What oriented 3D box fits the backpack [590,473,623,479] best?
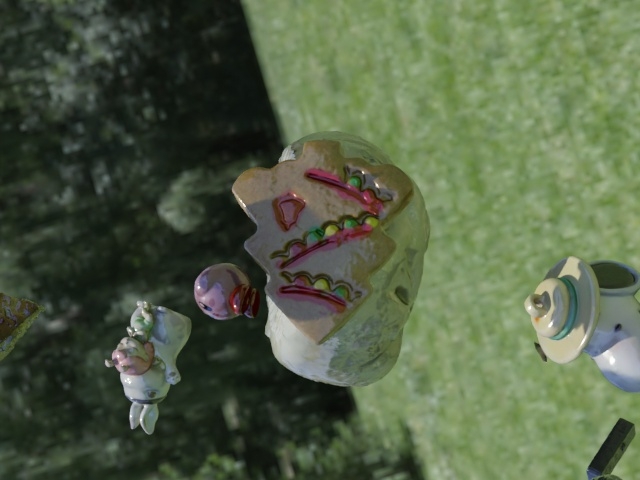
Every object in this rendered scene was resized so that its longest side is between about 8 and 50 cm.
[{"bbox_3d":[0.414,0.486,1.990,0.446,0.255,0.363,55,169,10],"label":"backpack"}]

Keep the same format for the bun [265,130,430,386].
[{"bbox_3d":[0.041,0.022,2.104,0.360,0.211,0.360,-175,90,-83],"label":"bun"}]

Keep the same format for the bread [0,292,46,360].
[{"bbox_3d":[-0.396,0.115,1.739,0.054,0.154,0.136,80,-158,-63],"label":"bread"}]

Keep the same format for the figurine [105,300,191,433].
[{"bbox_3d":[-0.217,0.147,1.850,0.081,0.098,0.146,7,73,56],"label":"figurine"}]

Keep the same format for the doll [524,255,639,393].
[{"bbox_3d":[0.390,0.087,1.998,0.208,0.271,0.144,42,132,7],"label":"doll"}]

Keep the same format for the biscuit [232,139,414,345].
[{"bbox_3d":[0.000,0.000,1.770,0.041,0.212,0.239,59,-149,-72],"label":"biscuit"}]

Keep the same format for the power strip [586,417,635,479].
[{"bbox_3d":[0.455,0.329,2.430,0.029,0.111,0.038,24,154,31],"label":"power strip"}]

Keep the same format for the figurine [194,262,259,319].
[{"bbox_3d":[-0.111,0.061,1.818,0.083,0.071,0.067,65,-141,-65],"label":"figurine"}]
